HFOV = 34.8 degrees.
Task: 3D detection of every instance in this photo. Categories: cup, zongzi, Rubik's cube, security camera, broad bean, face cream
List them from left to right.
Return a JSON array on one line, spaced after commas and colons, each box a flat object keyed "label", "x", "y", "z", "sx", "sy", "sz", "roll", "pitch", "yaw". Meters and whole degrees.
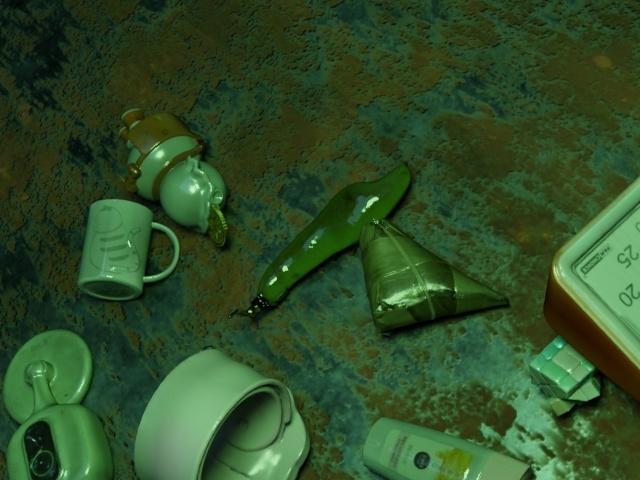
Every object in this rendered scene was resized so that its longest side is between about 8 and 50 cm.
[{"label": "security camera", "x": -0.396, "y": 0.254, "z": 1.485, "sx": 0.157, "sy": 0.080, "sz": 0.301, "roll": -31, "pitch": 55, "yaw": 10}, {"label": "cup", "x": -0.292, "y": 0.013, "z": 1.532, "sx": 0.136, "sy": 0.099, "sz": 0.133, "roll": -6, "pitch": 64, "yaw": 23}, {"label": "broad bean", "x": 0.004, "y": 0.003, "z": 1.426, "sx": 0.325, "sy": 0.067, "sz": 0.075, "roll": -43, "pitch": 25, "yaw": 3}, {"label": "zongzi", "x": 0.143, "y": 0.031, "z": 1.341, "sx": 0.176, "sy": 0.078, "sz": 0.160, "roll": -14, "pitch": 61, "yaw": 7}, {"label": "face cream", "x": 0.149, "y": 0.276, "z": 1.229, "sx": 0.198, "sy": 0.057, "sz": 0.084, "roll": 15, "pitch": 74, "yaw": 30}, {"label": "Rubik's cube", "x": 0.294, "y": 0.165, "z": 1.209, "sx": 0.075, "sy": 0.073, "sz": 0.084, "roll": -26, "pitch": 52, "yaw": -8}]

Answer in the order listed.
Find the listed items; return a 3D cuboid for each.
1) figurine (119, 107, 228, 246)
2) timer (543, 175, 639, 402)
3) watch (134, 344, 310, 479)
[{"label": "figurine", "x": -0.221, "y": -0.093, "z": 1.529, "sx": 0.143, "sy": 0.143, "sz": 0.271, "roll": -33, "pitch": 56, "yaw": 7}, {"label": "timer", "x": 0.411, "y": 0.062, "z": 1.124, "sx": 0.257, "sy": 0.161, "sz": 0.250, "roll": -39, "pitch": 66, "yaw": -18}, {"label": "watch", "x": -0.145, "y": 0.264, "z": 1.275, "sx": 0.211, "sy": 0.217, "sz": 0.248, "roll": 24, "pitch": 78, "yaw": 32}]
